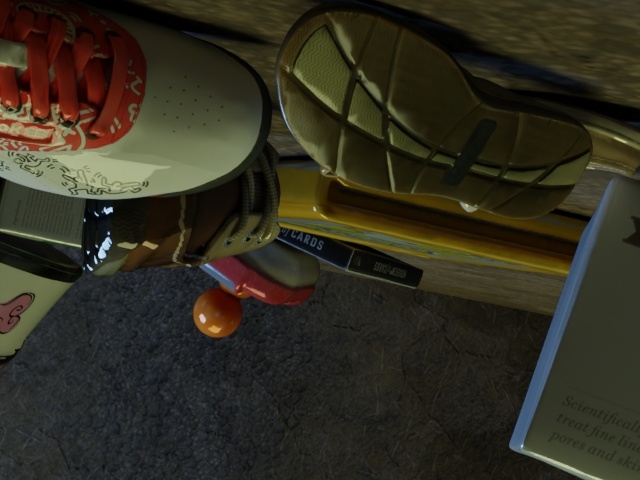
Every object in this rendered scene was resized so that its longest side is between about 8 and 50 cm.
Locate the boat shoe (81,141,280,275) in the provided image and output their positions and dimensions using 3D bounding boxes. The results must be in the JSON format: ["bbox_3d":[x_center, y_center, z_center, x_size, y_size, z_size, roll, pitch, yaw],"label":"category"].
[{"bbox_3d":[-0.082,-0.042,0.839,0.119,0.123,0.324,5,-175,-7],"label":"boat shoe"}]

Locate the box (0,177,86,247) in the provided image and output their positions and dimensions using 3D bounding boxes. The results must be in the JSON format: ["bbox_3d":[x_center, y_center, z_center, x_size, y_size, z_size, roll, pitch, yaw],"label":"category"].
[{"bbox_3d":[-0.224,-0.048,1.139,0.087,0.102,0.101,14,177,-16],"label":"box"}]

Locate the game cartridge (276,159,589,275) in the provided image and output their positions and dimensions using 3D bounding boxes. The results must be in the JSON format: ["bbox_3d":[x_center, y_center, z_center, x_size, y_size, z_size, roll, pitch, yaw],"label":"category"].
[{"bbox_3d":[0.055,-0.019,1.218,0.285,0.053,0.323,12,175,-25],"label":"game cartridge"}]

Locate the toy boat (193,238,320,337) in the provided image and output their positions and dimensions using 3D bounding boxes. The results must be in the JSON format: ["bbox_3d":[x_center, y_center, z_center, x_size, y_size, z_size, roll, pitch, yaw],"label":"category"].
[{"bbox_3d":[-0.098,0.049,1.619,0.151,0.151,0.231,35,-173,11],"label":"toy boat"}]

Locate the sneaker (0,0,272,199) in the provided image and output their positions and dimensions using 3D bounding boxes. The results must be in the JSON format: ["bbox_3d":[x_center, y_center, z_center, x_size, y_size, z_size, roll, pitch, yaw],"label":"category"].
[{"bbox_3d":[-0.153,-0.076,0.588,0.270,0.090,0.145,13,179,-4],"label":"sneaker"}]

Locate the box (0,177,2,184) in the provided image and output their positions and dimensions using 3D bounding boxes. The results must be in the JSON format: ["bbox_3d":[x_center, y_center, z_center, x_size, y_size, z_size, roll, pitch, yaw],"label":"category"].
[{"bbox_3d":[-0.307,-0.079,1.282,0.220,0.051,0.175,15,175,-44],"label":"box"}]

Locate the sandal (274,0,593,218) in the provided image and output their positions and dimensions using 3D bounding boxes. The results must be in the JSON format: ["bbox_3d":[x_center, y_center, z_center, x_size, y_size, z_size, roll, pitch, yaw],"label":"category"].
[{"bbox_3d":[0.048,-0.057,0.595,0.180,0.072,0.049,16,-152,-39],"label":"sandal"}]

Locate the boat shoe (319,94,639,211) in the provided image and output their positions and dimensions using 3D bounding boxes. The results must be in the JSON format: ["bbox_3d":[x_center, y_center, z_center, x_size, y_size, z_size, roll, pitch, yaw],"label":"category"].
[{"bbox_3d":[0.079,-0.043,0.683,0.170,0.059,0.063,9,176,18],"label":"boat shoe"}]

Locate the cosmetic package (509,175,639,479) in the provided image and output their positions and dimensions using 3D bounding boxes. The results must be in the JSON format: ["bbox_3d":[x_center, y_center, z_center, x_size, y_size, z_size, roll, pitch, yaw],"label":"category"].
[{"bbox_3d":[0.200,0.072,0.743,0.151,0.152,0.184,20,175,10],"label":"cosmetic package"}]

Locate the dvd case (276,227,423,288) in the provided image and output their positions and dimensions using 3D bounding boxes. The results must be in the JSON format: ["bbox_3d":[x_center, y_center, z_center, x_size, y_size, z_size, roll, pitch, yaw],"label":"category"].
[{"bbox_3d":[0.000,0.000,1.510,0.179,0.030,0.238,24,-177,22],"label":"dvd case"}]

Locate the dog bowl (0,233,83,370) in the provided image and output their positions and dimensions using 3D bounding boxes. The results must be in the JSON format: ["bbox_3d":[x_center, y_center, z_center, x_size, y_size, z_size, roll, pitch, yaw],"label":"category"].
[{"bbox_3d":[-0.434,0.004,1.234,0.407,0.150,0.408,25,178,1],"label":"dog bowl"}]
